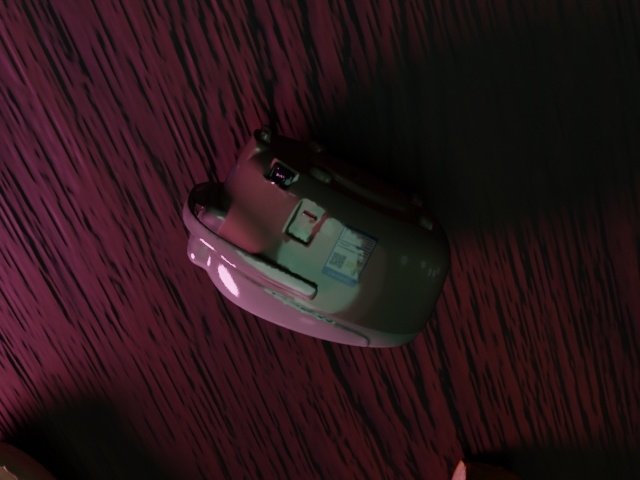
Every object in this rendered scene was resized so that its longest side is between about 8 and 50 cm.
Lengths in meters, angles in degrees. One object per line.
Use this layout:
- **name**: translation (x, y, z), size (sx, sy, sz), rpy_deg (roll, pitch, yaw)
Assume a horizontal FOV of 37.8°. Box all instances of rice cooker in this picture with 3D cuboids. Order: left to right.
- **rice cooker**: translation (0.000, 0.000, 0.709), size (0.206, 0.145, 0.127), rpy_deg (29, 106, -11)

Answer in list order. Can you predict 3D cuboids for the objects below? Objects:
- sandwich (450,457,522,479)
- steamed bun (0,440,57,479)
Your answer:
- **sandwich**: translation (0.144, 0.331, 0.865), size (0.065, 0.214, 0.186), rpy_deg (12, 118, -6)
- **steamed bun**: translation (-0.337, 0.294, 0.914), size (0.212, 0.110, 0.231), rpy_deg (-28, 115, -2)
